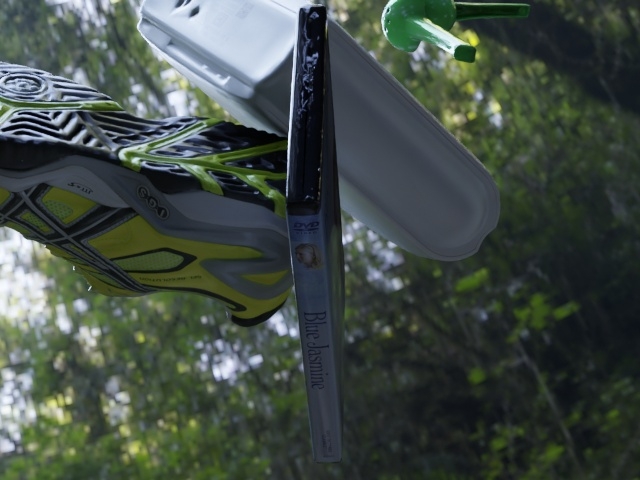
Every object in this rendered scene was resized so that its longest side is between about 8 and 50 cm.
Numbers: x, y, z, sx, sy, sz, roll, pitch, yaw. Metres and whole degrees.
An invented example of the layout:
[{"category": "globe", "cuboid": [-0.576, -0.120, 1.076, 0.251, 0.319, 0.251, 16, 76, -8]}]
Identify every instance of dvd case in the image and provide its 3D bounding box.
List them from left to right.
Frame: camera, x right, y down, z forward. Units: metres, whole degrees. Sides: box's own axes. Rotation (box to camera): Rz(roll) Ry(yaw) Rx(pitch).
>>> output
[{"category": "dvd case", "cuboid": [0.000, 0.000, 0.953, 0.022, 0.180, 0.253, -1, -43, 4]}]

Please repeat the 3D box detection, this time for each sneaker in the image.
[{"category": "sneaker", "cuboid": [-0.190, -0.031, 1.128, 0.384, 0.145, 0.147, 17, -59, 6]}]

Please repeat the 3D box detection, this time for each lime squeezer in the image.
[{"category": "lime squeezer", "cuboid": [0.121, -0.213, 1.383, 0.110, 0.310, 0.059, -4, -77, 18]}]

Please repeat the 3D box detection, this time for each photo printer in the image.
[{"category": "photo printer", "cuboid": [0.009, -0.108, 1.283, 0.107, 0.256, 0.307, -52, -53, -1]}]
